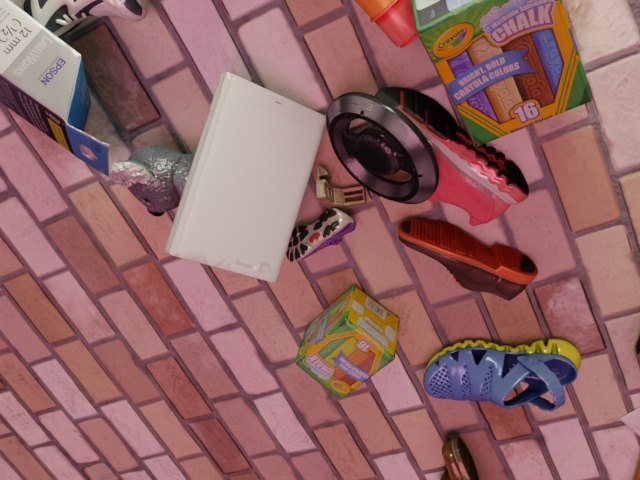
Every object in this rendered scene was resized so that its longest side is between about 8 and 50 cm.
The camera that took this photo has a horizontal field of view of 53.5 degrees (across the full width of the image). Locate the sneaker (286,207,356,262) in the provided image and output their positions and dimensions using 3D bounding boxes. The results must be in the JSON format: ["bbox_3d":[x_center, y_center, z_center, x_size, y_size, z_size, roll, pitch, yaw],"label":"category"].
[{"bbox_3d":[0.000,0.000,1.230,0.170,0.068,0.071,-27,148,36],"label":"sneaker"}]

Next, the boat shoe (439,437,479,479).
[{"bbox_3d":[0.322,0.587,1.470,0.105,0.110,0.307,-16,115,18],"label":"boat shoe"}]

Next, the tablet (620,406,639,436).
[{"bbox_3d":[0.685,0.389,1.348,0.083,0.006,0.054,40,118,-12],"label":"tablet"}]

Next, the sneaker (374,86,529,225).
[{"bbox_3d":[0.201,-0.132,1.087,0.314,0.116,0.136,36,123,-8],"label":"sneaker"}]

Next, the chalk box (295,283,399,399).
[{"bbox_3d":[0.041,0.221,1.307,0.132,0.132,0.213,38,119,-11],"label":"chalk box"}]

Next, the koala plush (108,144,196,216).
[{"bbox_3d":[-0.258,-0.109,1.159,0.221,0.196,0.203,18,109,1],"label":"koala plush"}]

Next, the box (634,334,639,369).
[{"bbox_3d":[0.633,0.163,1.153,0.058,0.087,0.232,1,133,9],"label":"box"}]

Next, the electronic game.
[{"bbox_3d":[0.101,-0.151,1.069,0.229,0.048,0.229,35,157,18],"label":"electronic game"}]

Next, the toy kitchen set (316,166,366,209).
[{"bbox_3d":[0.036,-0.104,1.165,0.075,0.083,0.068,-8,76,15],"label":"toy kitchen set"}]

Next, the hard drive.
[{"bbox_3d":[-0.120,-0.099,1.075,0.203,0.040,0.307,18,88,-31],"label":"hard drive"}]

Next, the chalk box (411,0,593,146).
[{"bbox_3d":[0.239,-0.314,0.892,0.179,0.180,0.289,-20,133,21],"label":"chalk box"}]

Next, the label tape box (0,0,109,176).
[{"bbox_3d":[-0.475,-0.270,1.067,0.348,0.249,0.115,35,76,-11],"label":"label tape box"}]

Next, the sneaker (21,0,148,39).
[{"bbox_3d":[-0.410,-0.385,1.077,0.235,0.094,0.153,23,122,-2],"label":"sneaker"}]

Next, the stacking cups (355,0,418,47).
[{"bbox_3d":[0.038,-0.426,0.964,0.096,0.096,0.316,-35,108,26],"label":"stacking cups"}]

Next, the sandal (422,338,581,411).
[{"bbox_3d":[0.361,0.279,1.276,0.318,0.138,0.126,-11,118,19],"label":"sandal"}]

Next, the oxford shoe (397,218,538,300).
[{"bbox_3d":[0.261,0.043,1.187,0.272,0.097,0.098,22,127,-2],"label":"oxford shoe"}]

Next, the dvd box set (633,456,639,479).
[{"bbox_3d":[0.840,0.478,1.332,0.308,0.062,0.420,2,119,8],"label":"dvd box set"}]
